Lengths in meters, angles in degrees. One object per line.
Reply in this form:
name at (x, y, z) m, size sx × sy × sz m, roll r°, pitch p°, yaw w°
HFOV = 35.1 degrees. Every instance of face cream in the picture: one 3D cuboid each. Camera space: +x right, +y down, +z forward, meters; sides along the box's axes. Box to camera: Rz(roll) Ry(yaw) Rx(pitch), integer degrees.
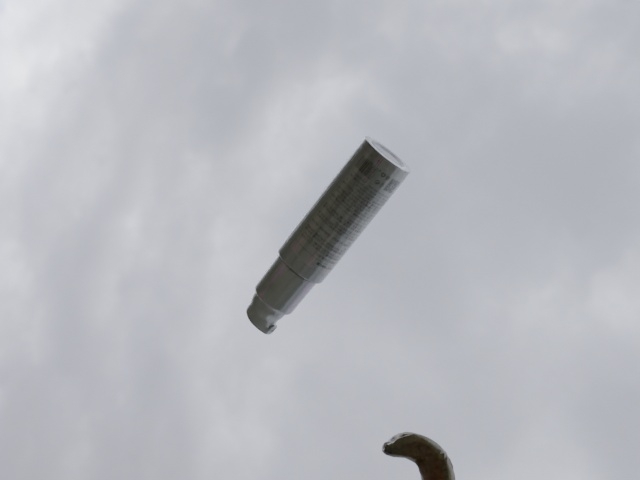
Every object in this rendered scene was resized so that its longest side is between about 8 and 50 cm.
face cream at (0.000, 0.000, 0.589) m, size 0.130 × 0.034 × 0.034 m, roll -53°, pitch -133°, yaw 15°

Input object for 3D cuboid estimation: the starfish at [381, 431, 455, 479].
starfish at (-0.026, 0.141, 0.316) m, size 0.190 × 0.146 × 0.074 m, roll -39°, pitch -102°, yaw -14°
